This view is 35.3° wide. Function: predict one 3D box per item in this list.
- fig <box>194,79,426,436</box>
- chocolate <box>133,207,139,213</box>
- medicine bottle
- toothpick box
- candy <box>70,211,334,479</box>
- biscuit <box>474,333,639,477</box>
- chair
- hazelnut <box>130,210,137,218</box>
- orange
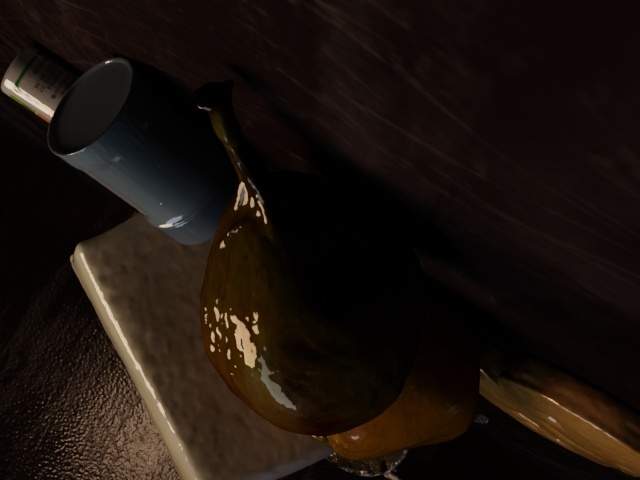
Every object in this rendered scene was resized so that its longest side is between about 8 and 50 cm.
[{"bbox_3d":[-0.002,0.008,0.746,0.191,0.190,0.290,30,137,23],"label":"fig"},{"bbox_3d":[-0.209,-0.039,1.493,0.149,0.080,0.125,39,171,-32],"label":"chocolate"},{"bbox_3d":[-0.232,-0.129,1.095,0.221,0.061,0.092,34,-163,-8],"label":"medicine bottle"},{"bbox_3d":[-0.145,-0.075,0.874,0.101,0.101,0.153,25,168,48],"label":"toothpick box"},{"bbox_3d":[-0.128,0.118,1.182,0.358,0.208,0.145,64,165,-1],"label":"candy"},{"bbox_3d":[0.265,0.193,1.118,0.275,0.052,0.355,34,174,-12],"label":"biscuit"},{"bbox_3d":[0.078,0.220,1.280,0.213,0.174,0.149,6,-150,-13],"label":"chair"},{"bbox_3d":[-0.244,0.027,1.718,0.212,0.181,0.181,41,-166,10],"label":"hazelnut"},{"bbox_3d":[0.053,0.132,1.032,0.249,0.183,0.249,32,168,7],"label":"orange"}]
